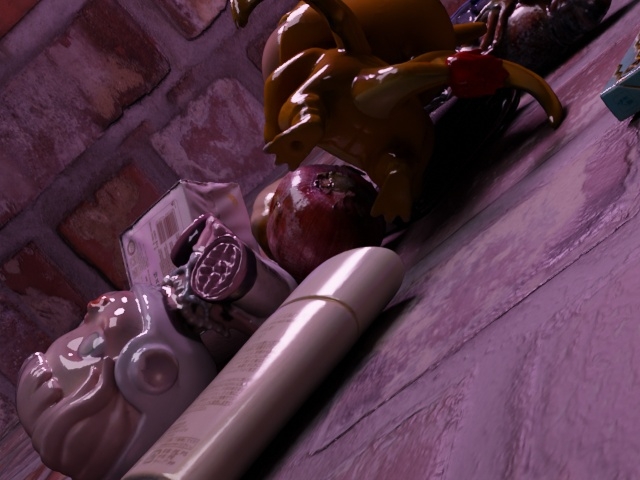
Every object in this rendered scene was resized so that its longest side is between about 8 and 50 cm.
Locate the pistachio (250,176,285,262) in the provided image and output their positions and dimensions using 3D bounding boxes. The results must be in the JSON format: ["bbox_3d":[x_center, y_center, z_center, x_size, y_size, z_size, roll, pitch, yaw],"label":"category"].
[{"bbox_3d":[-0.020,-0.028,1.875,0.144,0.144,0.215,-40,-18,21],"label":"pistachio"}]

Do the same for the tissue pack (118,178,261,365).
[{"bbox_3d":[-0.178,0.054,1.874,0.124,0.225,0.185,3,-30,-42],"label":"tissue pack"}]

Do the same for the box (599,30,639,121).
[{"bbox_3d":[0.383,-0.215,1.244,0.229,0.041,0.162,-35,10,41],"label":"box"}]

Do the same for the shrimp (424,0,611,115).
[{"bbox_3d":[0.283,-0.286,1.915,0.172,0.137,0.372,4,-22,-46],"label":"shrimp"}]

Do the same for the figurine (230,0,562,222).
[{"bbox_3d":[0.086,-0.204,1.630,0.387,0.401,0.268,-81,3,-56],"label":"figurine"}]

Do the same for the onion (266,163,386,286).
[{"bbox_3d":[0.000,0.000,1.685,0.159,0.160,0.194,-55,-16,-59],"label":"onion"}]

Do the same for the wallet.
[{"bbox_3d":[0.147,-0.110,1.802,0.262,0.071,0.221,-54,12,-25],"label":"wallet"}]

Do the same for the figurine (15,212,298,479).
[{"bbox_3d":[-0.183,0.139,1.512,0.361,0.211,0.253,-41,1,-4],"label":"figurine"}]

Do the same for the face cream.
[{"bbox_3d":[-0.057,0.145,1.315,0.348,0.081,0.173,-47,9,-34],"label":"face cream"}]

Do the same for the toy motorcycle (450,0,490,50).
[{"bbox_3d":[0.299,-0.371,2.317,0.358,0.125,0.213,-34,3,38],"label":"toy motorcycle"}]

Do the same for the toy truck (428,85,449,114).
[{"bbox_3d":[0.119,-0.229,2.179,0.161,0.177,0.213,-46,9,-18],"label":"toy truck"}]
